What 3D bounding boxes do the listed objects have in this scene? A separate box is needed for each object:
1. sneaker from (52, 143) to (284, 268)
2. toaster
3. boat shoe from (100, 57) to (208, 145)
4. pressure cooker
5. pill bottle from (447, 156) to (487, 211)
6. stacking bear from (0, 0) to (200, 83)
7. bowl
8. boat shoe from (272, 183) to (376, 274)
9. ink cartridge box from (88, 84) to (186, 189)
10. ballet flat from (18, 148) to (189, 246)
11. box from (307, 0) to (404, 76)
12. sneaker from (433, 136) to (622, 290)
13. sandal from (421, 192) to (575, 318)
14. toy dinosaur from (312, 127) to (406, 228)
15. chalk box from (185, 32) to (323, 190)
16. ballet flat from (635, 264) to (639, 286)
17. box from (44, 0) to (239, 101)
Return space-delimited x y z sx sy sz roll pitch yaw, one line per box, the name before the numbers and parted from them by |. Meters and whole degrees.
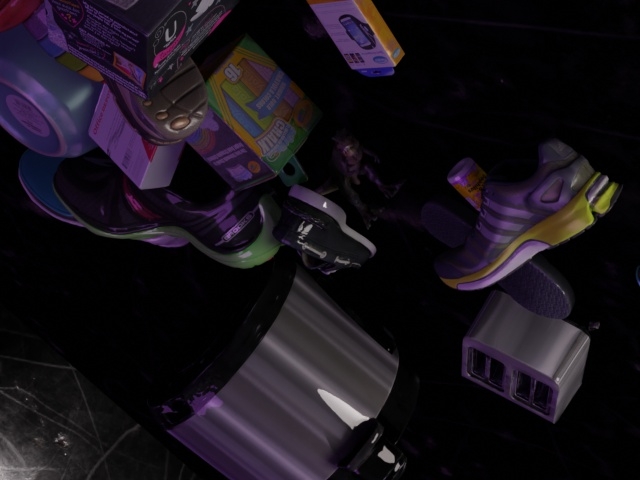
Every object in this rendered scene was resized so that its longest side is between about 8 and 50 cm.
sneaker | -0.252 -0.101 2.089 0.482 0.185 0.202 11 131 32
toaster | 0.307 0.168 1.866 0.168 0.110 0.186 26 152 20
boat shoe | -0.271 -0.283 1.684 0.130 0.132 0.355 -35 74 60
pressure cooker | -0.038 0.274 2.158 0.420 0.370 0.375 40 126 -13
pill bottle | 0.211 -0.068 1.669 0.083 0.043 0.043 43 154 -14
stacking bear | -0.310 -0.298 1.828 0.289 0.175 0.164 38 163 -24
bowl | -0.438 -0.255 2.038 0.311 0.163 0.311 30 153 17
boat shoe | 0.000 0.000 1.898 0.114 0.091 0.302 27 174 26
ink cartridge box | -0.281 -0.167 1.937 0.150 0.063 0.109 44 124 29
ballet flat | -0.399 -0.070 2.359 0.400 0.139 0.139 20 150 29
box | 0.047 -0.263 1.571 0.081 0.028 0.136 5 143 47
sneaker | 0.243 -0.036 1.600 0.121 0.111 0.300 51 134 -3
sandal | 0.255 0.011 1.750 0.254 0.054 0.097 39 149 18
toy dinosaur | 0.051 -0.086 1.831 0.118 0.064 0.268 39 159 4
chalk box | -0.096 -0.165 1.796 0.213 0.132 0.132 45 152 -18
ballet flat | 0.468 0.096 1.604 0.070 0.070 0.188 4 142 49
box | -0.199 -0.326 1.518 0.163 0.247 0.142 32 152 9
